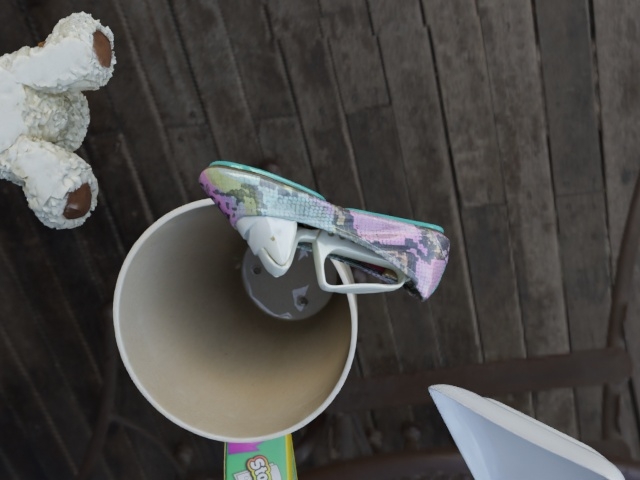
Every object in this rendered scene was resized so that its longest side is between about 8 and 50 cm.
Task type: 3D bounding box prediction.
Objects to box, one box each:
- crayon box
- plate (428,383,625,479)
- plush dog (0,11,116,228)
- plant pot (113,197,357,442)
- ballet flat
[{"bbox_3d":[-0.079,0.480,1.442,0.106,0.362,0.313,-6,133,0],"label":"crayon box"},{"bbox_3d":[0.285,0.298,1.207,0.278,0.045,0.277,23,152,43],"label":"plate"},{"bbox_3d":[-0.366,-0.151,1.220,0.211,0.225,0.262,7,90,-3],"label":"plush dog"},{"bbox_3d":[-0.066,0.062,1.108,0.257,0.274,0.256,2,99,10],"label":"plant pot"},{"bbox_3d":[0.000,0.000,0.803,0.222,0.079,0.077,17,162,-9],"label":"ballet flat"}]
